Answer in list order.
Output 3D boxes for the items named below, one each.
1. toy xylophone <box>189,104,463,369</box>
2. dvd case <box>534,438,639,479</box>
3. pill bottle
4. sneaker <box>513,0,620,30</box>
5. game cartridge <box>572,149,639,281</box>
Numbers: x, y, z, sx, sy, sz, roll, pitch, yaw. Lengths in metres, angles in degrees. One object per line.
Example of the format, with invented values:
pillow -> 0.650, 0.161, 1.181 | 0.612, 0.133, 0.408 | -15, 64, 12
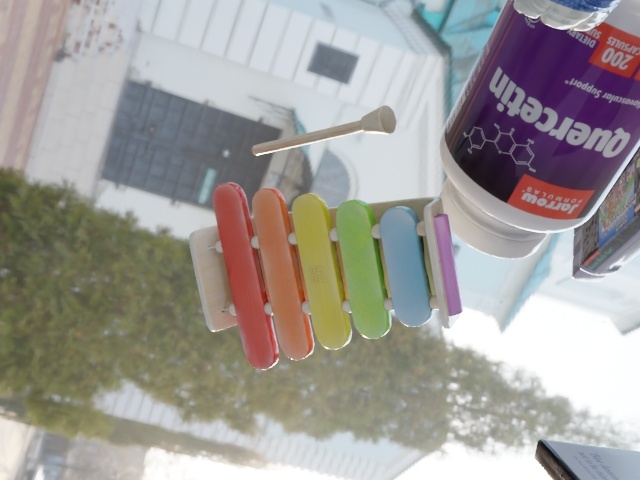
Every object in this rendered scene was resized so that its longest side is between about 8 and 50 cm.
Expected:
toy xylophone -> 0.000, 0.000, 0.899 | 0.323, 0.081, 0.236 | -15, -87, 38
dvd case -> 0.307, 0.203, 0.645 | 0.180, 0.253, 0.022 | -124, -137, -78
pill bottle -> 0.233, -0.135, 0.863 | 0.181, 0.182, 0.322 | -87, -165, -48
sneaker -> 0.160, -0.305, 0.544 | 0.147, 0.130, 0.329 | -32, -114, 55
game cartridge -> 0.424, -0.097, 1.201 | 0.355, 0.068, 0.230 | 102, 1, -68
